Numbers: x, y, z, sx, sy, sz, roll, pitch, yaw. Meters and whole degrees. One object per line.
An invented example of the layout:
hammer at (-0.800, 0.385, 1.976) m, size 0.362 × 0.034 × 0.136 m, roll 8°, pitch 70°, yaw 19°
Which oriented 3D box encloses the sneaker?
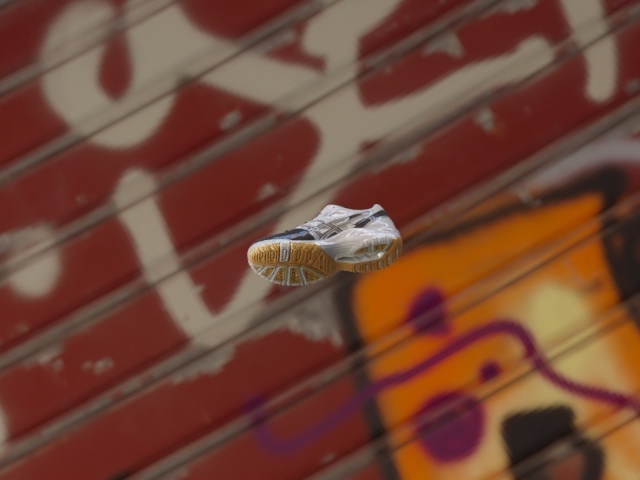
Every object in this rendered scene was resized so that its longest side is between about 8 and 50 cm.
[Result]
sneaker at (0.000, 0.000, 0.865) m, size 0.083 × 0.037 × 0.032 m, roll -5°, pitch -41°, yaw -15°
